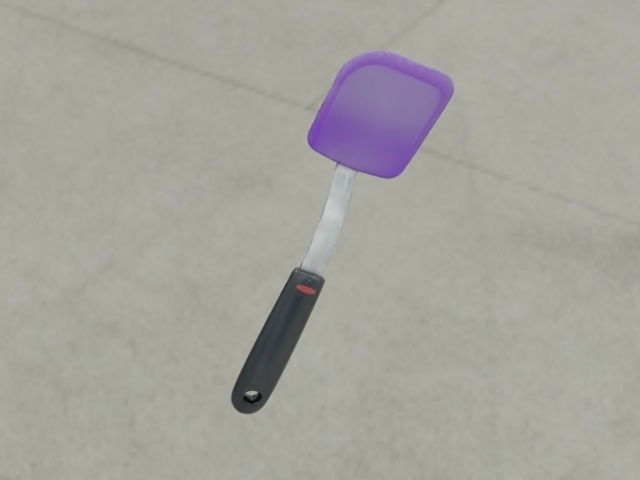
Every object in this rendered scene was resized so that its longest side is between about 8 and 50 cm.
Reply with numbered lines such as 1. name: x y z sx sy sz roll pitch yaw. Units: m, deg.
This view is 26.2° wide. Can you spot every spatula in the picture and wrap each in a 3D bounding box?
1. spatula: 0.000 0.000 1.005 0.084 0.296 0.030 21 12 -19
